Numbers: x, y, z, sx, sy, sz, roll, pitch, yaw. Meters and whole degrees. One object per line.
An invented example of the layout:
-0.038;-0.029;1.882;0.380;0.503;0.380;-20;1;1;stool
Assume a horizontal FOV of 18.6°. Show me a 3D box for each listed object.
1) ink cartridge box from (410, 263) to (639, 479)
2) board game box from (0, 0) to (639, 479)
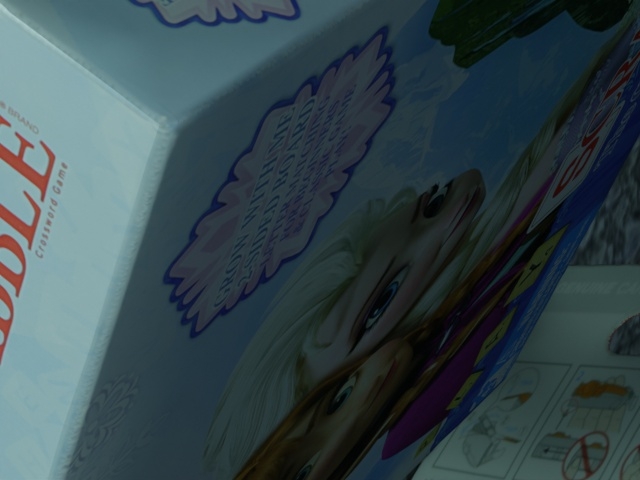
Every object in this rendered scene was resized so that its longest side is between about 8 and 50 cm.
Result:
0.130;0.187;0.913;0.091;0.308;0.385;42;70;-24;ink cartridge box
0.000;0.000;0.529;0.318;0.066;0.318;-38;159;-42;board game box
